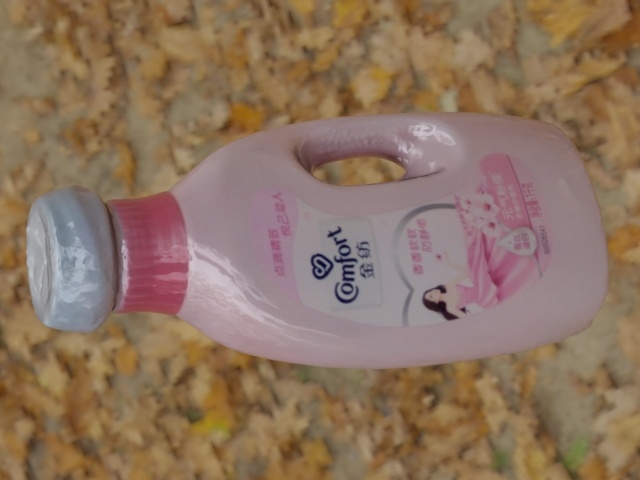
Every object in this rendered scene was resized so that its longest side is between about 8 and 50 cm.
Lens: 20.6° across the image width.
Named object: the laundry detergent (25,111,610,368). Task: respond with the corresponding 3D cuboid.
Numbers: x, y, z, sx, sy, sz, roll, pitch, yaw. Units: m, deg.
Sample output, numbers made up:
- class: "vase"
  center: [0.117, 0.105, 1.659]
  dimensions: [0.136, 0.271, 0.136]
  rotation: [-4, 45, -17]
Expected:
- class: "laundry detergent"
  center: [0.000, 0.000, 1.019]
  dimensions: [0.088, 0.335, 0.159]
  rotation: [125, 137, -57]
